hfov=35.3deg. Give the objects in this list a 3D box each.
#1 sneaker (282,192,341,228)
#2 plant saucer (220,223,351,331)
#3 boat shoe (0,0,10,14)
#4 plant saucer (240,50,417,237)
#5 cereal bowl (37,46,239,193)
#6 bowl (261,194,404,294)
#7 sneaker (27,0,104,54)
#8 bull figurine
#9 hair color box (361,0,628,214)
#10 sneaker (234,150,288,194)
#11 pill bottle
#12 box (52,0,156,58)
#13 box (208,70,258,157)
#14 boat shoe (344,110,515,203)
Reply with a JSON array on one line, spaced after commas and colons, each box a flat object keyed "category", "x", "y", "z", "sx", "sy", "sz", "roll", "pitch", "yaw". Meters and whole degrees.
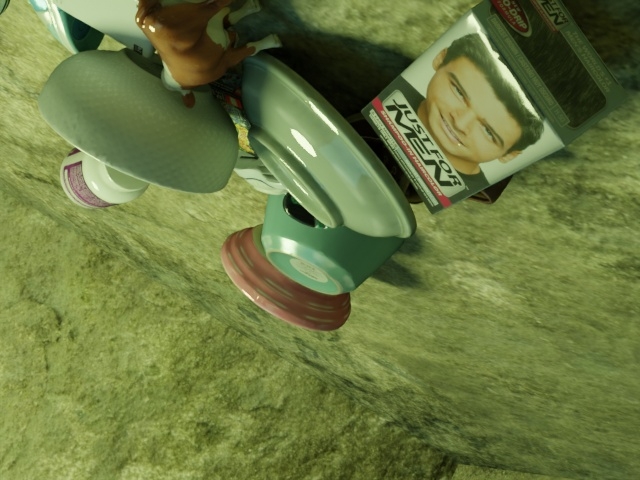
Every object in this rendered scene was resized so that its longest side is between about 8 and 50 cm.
[{"category": "sneaker", "x": 0.029, "y": -0.061, "z": 1.890, "sx": 0.224, "sy": 0.083, "sz": 0.098, "roll": 1, "pitch": 179, "yaw": -18}, {"category": "plant saucer", "x": -0.064, "y": 0.069, "z": 2.285, "sx": 0.332, "sy": 0.084, "sz": 0.332, "roll": 28, "pitch": -156, "yaw": -13}, {"category": "boat shoe", "x": -0.614, "y": -0.464, "z": 1.790, "sx": 0.119, "sy": 0.121, "sz": 0.335, "roll": 23, "pitch": -168, "yaw": -48}, {"category": "plant saucer", "x": -0.015, "y": -0.129, "z": 1.642, "sx": 0.400, "sy": 0.100, "sz": 0.400, "roll": 47, "pitch": 173, "yaw": 7}, {"category": "cereal bowl", "x": -0.281, "y": -0.220, "z": 1.661, "sx": 0.339, "sy": 0.141, "sz": 0.339, "roll": 25, "pitch": -161, "yaw": -9}, {"category": "bowl", "x": 0.000, "y": 0.000, "z": 2.093, "sx": 0.312, "sy": 0.163, "sz": 0.311, "roll": 26, "pitch": 162, "yaw": 9}, {"category": "sneaker", "x": -0.478, "y": -0.443, "z": 1.642, "sx": 0.208, "sy": 0.127, "sz": 0.319, "roll": 20, "pitch": 151, "yaw": 20}, {"category": "bull figurine", "x": -0.166, "y": -0.294, "z": 1.446, "sx": 0.101, "sy": 0.188, "sz": 0.310, "roll": 62, "pitch": 180, "yaw": 9}, {"category": "hair color box", "x": 0.201, "y": -0.172, "z": 1.276, "sx": 0.185, "sy": 0.114, "sz": 0.374, "roll": 55, "pitch": 160, "yaw": -1}, {"category": "sneaker", "x": -0.073, "y": -0.133, "z": 1.961, "sx": 0.091, "sy": 0.094, "sz": 0.258, "roll": 38, "pitch": 170, "yaw": -33}, {"category": "pill bottle", "x": -0.492, "y": -0.165, "z": 2.363, "sx": 0.169, "sy": 0.169, "sz": 0.301, "roll": 36, "pitch": 162, "yaw": -23}, {"category": "box", "x": -0.298, "y": -0.393, "z": 1.506, "sx": 0.182, "sy": 0.119, "sz": 0.181, "roll": 30, "pitch": 162, "yaw": -4}, {"category": "box", "x": -0.186, "y": -0.249, "z": 1.867, "sx": 0.159, "sy": 0.044, "sz": 0.233, "roll": 24, "pitch": 162, "yaw": 14}, {"category": "boat shoe", "x": 0.148, "y": -0.120, "z": 1.587, "sx": 0.342, "sy": 0.123, "sz": 0.123, "roll": 15, "pitch": 158, "yaw": 37}]
